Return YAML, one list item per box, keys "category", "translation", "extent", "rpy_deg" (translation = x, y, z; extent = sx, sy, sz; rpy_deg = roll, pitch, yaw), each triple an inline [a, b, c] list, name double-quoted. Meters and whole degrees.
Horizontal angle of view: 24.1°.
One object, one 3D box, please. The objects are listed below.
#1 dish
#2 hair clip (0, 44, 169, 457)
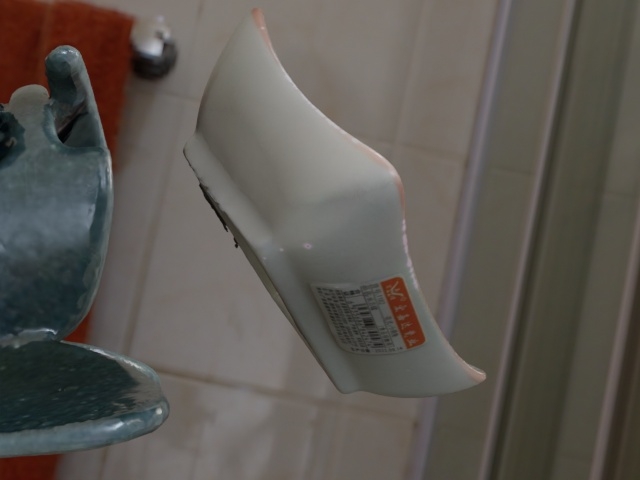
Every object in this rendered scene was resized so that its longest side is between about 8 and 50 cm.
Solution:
- category: "dish"
  translation: [0.000, 0.000, 0.788]
  extent: [0.151, 0.077, 0.212]
  rpy_deg: [54, -5, 37]
- category: "hair clip"
  translation: [-0.273, 0.025, 0.971]
  extent: [0.318, 0.238, 0.392]
  rpy_deg: [-10, -1, -6]
